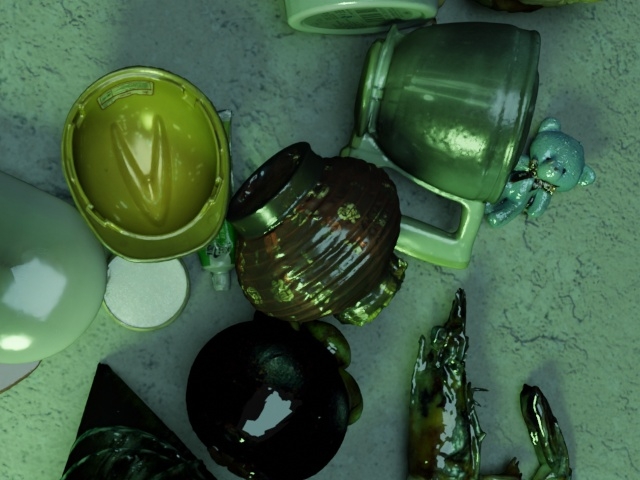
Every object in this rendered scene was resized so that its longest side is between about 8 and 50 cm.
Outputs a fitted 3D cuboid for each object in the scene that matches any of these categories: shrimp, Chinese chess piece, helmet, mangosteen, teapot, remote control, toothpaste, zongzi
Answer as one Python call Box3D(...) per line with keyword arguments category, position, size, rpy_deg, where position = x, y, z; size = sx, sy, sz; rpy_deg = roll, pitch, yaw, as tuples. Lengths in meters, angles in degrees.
Box3D(category="shrimp", position=(0.244, 0.284, 1.320), size=(0.272, 0.085, 0.445), rpy_deg=(-8, 94, -18))
Box3D(category="Chinese chess piece", position=(-0.235, 0.061, 1.225), size=(0.122, 0.051, 0.122), rpy_deg=(0, 90, -11))
Box3D(category="helmet", position=(-0.221, -0.084, 1.182), size=(0.205, 0.140, 0.257), rpy_deg=(-12, 80, -12))
Box3D(category="mangosteen", position=(-0.058, 0.199, 1.189), size=(0.243, 0.243, 0.243), rpy_deg=(0, 89, -13))
Box3D(category="teapot", position=(0.158, -0.158, 1.269), size=(0.239, 0.321, 0.239), rpy_deg=(13, 44, 5))
Box3D(category="remote control", position=(-0.430, 0.020, 1.143), size=(0.332, 0.103, 0.221), rpy_deg=(26, 78, -4))
Box3D(category="toothpaste", position=(-0.147, -0.055, 1.251), size=(0.078, 0.047, 0.248), rpy_deg=(-5, 89, -7))
Box3D(category="zongzi", position=(-0.244, 0.322, 1.100), size=(0.319, 0.383, 0.362), rpy_deg=(-44, 77, 27))

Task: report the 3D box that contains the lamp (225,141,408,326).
Box3D(category="lamp", position=(0.000, 0.000, 1.168), size=(0.247, 0.247, 0.247), rpy_deg=(0, 89, -13))

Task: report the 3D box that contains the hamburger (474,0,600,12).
Box3D(category="hamburger", position=(0.289, -0.417, 1.298), size=(0.330, 0.162, 0.209), rpy_deg=(24, 86, -14))

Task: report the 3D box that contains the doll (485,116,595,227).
Box3D(category="doll", position=(0.315, -0.093, 1.341), size=(0.180, 0.075, 0.120), rpy_deg=(-37, 94, -11))

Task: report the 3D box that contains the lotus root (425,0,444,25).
Box3D(category="lotus root", position=(0.150, -0.381, 1.314), size=(0.073, 0.062, 0.150), rpy_deg=(0, 88, -13))

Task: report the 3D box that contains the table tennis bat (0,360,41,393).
Box3D(category="table tennis bat", position=(-0.405, 0.111, 1.202), size=(0.246, 0.022, 0.138), rpy_deg=(-33, 96, -9))

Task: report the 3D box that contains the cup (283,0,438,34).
Box3D(category="cup", position=(0.044, -0.472, 1.195), size=(0.253, 0.253, 0.371), rpy_deg=(-2, 91, -13))
